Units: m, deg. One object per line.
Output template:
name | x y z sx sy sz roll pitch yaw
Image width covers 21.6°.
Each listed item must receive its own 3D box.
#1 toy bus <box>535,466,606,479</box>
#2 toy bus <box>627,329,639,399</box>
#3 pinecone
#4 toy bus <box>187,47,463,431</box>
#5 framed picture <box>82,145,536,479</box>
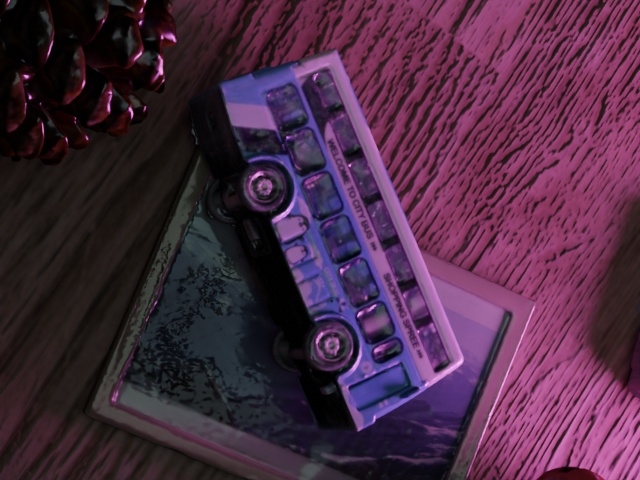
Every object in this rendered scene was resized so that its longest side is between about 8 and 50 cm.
toy bus | 0.143 0.389 1.359 0.427 0.233 0.203 -44 101 -14
toy bus | 0.333 0.073 1.524 0.072 0.057 0.172 20 81 -10
pinecone | -0.237 -0.160 1.266 0.273 0.224 0.224 3 87 -30
toy bus | 0.000 0.000 1.372 0.131 0.106 0.297 -25 94 -22
framed picture | -0.003 0.098 1.432 0.335 0.022 0.247 25 80 -15
